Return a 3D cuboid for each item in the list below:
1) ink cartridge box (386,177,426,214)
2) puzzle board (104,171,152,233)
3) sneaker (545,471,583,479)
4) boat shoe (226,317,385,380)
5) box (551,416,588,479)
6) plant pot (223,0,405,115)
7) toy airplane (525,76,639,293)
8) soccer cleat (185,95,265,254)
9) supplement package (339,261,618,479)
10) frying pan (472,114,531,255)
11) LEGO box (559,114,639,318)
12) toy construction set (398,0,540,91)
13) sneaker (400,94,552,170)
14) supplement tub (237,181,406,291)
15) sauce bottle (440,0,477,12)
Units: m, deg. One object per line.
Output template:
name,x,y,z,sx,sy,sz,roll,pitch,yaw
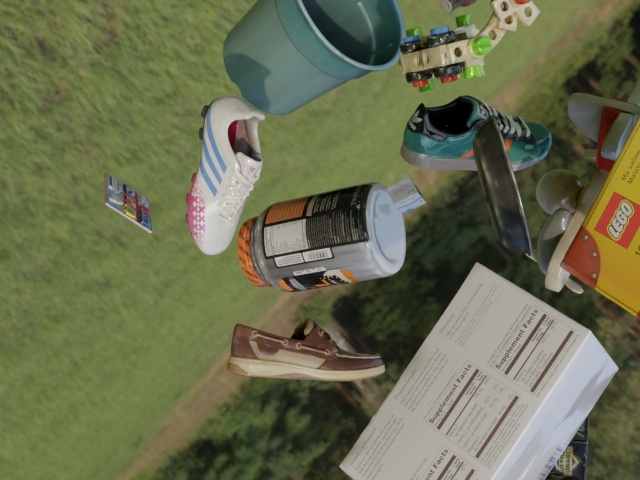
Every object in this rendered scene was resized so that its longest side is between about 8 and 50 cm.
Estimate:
ink cartridge box,0.153,-0.079,1.586,0.048,0.028,0.083,-28,158,12
puzzle board,-0.338,-0.070,1.560,0.011,0.096,0.128,-46,-151,13
sneaker,0.415,0.539,1.244,0.185,0.483,0.202,-32,172,-23
boat shoe,-0.021,0.219,1.806,0.123,0.341,0.123,170,-76,-69
box,0.462,0.417,1.657,0.295,0.073,0.294,-54,143,-63
plant pot,-0.037,-0.477,2.090,0.334,0.341,0.341,-28,-171,43
toy airplane,0.492,-0.098,1.545,0.272,0.385,0.386,4,-178,44
soccer cleat,-0.182,-0.117,1.754,0.116,0.143,0.332,-12,115,-46
supplement package,0.181,0.191,0.973,0.262,0.145,0.204,-55,149,-1
frying pan,0.247,-0.102,1.254,0.053,0.197,0.326,-16,-152,8
LEGO box,0.579,-0.120,1.098,0.372,0.193,0.500,11,110,-41
toy construction set,0.258,-0.351,1.570,0.215,0.151,0.327,-17,176,-20
sneaker,0.302,-0.203,1.640,0.302,0.108,0.121,-5,137,-16
supplement tub,0.000,0.000,1.815,0.315,0.194,0.193,-10,-165,29
sauce bottle,0.258,-0.426,1.520,0.128,0.042,0.042,-37,174,-28
